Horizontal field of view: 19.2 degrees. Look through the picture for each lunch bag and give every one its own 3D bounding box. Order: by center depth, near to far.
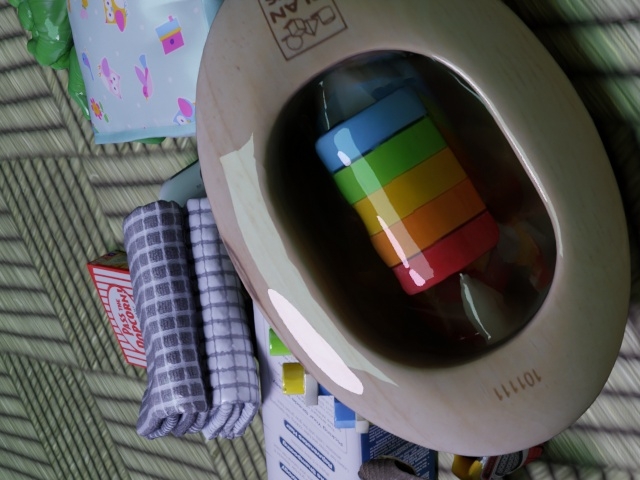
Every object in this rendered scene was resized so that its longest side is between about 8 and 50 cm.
[{"bbox_3d":[-0.133,-0.209,1.780,0.262,0.160,0.223,1,104,65],"label":"lunch bag"}]

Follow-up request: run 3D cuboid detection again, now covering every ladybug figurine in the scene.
[{"bbox_3d":[0.076,-0.045,1.521,0.449,0.305,0.162,63,-167,-1],"label":"ladybug figurine"}]

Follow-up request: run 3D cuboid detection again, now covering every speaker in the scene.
[{"bbox_3d":[-0.130,-0.059,2.068,0.055,0.055,0.136,62,154,-1],"label":"speaker"}]

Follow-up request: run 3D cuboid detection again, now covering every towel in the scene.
[{"bbox_3d":[-0.151,0.093,2.061,0.283,0.121,0.235,120,140,-75],"label":"towel"}]

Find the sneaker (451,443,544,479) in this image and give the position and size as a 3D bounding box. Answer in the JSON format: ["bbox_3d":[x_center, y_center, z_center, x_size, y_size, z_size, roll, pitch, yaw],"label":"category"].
[{"bbox_3d":[0.130,0.122,1.745,0.088,0.093,0.225,-3,112,61],"label":"sneaker"}]

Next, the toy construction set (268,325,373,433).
[{"bbox_3d":[0.000,0.000,1.751,0.327,0.151,0.215,-114,17,-48],"label":"toy construction set"}]

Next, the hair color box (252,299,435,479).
[{"bbox_3d":[0.027,0.173,1.962,0.174,0.105,0.347,39,146,37],"label":"hair color box"}]

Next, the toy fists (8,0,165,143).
[{"bbox_3d":[-0.252,-0.219,2.085,0.279,0.096,0.142,47,151,23],"label":"toy fists"}]

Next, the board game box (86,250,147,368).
[{"bbox_3d":[-0.209,0.092,2.366,0.193,0.045,0.146,6,121,59],"label":"board game box"}]

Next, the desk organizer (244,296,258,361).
[{"bbox_3d":[-0.044,0.122,2.105,0.130,0.047,0.050,54,156,14],"label":"desk organizer"}]

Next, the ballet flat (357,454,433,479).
[{"bbox_3d":[0.108,0.240,1.778,0.084,0.058,0.250,32,175,-21],"label":"ballet flat"}]

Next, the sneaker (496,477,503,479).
[{"bbox_3d":[0.164,0.316,1.911,0.126,0.091,0.240,38,150,4],"label":"sneaker"}]
